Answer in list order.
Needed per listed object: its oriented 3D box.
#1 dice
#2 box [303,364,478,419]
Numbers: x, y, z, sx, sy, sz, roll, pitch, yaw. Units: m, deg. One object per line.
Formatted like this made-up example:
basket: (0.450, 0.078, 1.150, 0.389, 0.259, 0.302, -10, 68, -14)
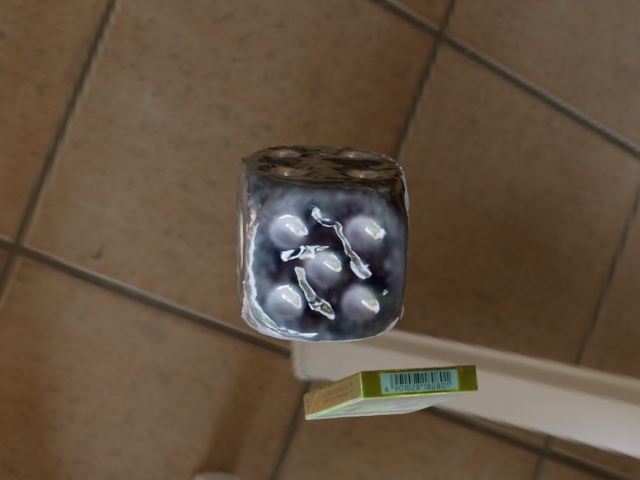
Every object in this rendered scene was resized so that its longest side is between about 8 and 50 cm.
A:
dice: (0.000, 0.000, 1.653, 0.183, 0.182, 0.181, 2, 110, -5)
box: (0.067, 0.156, 1.558, 0.121, 0.193, 0.030, -1, 79, -18)
